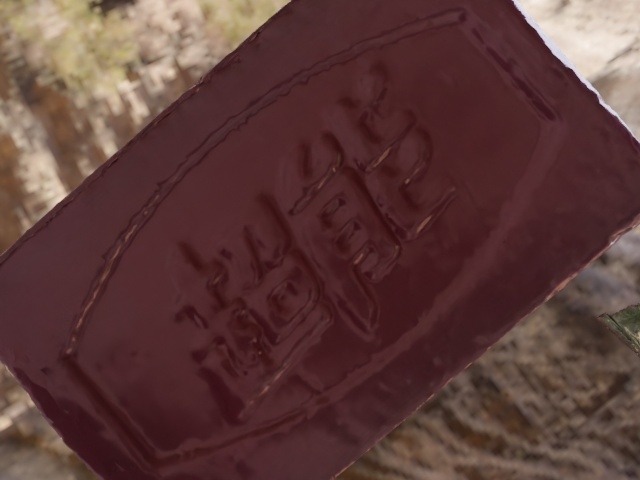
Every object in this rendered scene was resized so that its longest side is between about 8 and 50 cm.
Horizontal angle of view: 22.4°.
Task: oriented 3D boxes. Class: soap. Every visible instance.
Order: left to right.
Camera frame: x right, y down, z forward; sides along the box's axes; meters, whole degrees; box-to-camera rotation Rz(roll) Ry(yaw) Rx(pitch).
[{"bbox_3d":[0.000,0.000,0.953,0.233,0.359,0.128,49,5,0],"label":"soap"}]

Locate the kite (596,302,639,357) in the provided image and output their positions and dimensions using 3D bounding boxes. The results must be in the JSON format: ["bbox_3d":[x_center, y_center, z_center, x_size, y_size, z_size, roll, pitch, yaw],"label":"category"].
[{"bbox_3d":[0.270,0.034,0.900,0.012,0.229,0.250,-94,-177,-59],"label":"kite"}]
